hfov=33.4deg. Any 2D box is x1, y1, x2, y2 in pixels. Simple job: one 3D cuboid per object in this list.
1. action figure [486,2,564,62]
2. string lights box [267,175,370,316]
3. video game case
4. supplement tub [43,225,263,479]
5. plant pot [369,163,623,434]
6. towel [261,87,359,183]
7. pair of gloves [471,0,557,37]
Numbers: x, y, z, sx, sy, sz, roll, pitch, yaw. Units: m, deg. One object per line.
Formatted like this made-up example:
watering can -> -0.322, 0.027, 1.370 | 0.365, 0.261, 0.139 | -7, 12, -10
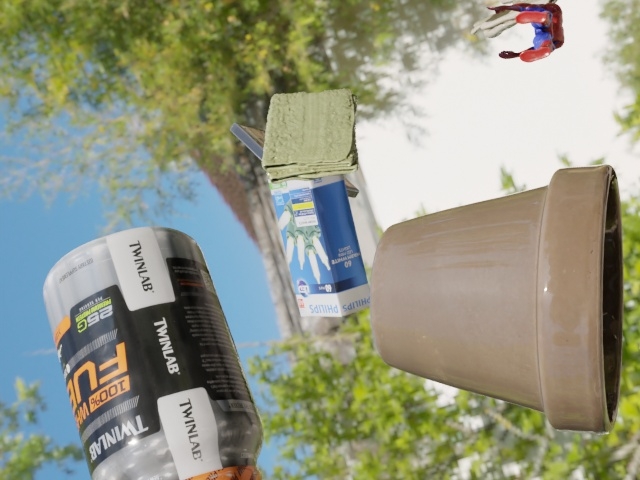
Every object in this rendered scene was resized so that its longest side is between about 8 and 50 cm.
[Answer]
action figure -> 0.330, -0.345, 1.762 | 0.280, 0.139, 0.092 | -35, -60, -65
string lights box -> 0.000, 0.000, 1.873 | 0.076, 0.133, 0.260 | -17, -84, -34
video game case -> -0.052, -0.171, 2.308 | 0.196, 0.026, 0.274 | 44, -162, 27
supplement tub -> -0.181, 0.160, 1.184 | 0.316, 0.193, 0.193 | 67, -170, 25
plant pot -> 0.178, 0.054, 1.065 | 0.263, 0.229, 0.263 | 1, -90, -69
towel -> -0.011, -0.121, 1.216 | 0.027, 0.110, 0.148 | 83, -175, -46
pair of gloves -> 0.411, -0.463, 2.050 | 0.240, 0.204, 0.042 | -46, -69, -41
